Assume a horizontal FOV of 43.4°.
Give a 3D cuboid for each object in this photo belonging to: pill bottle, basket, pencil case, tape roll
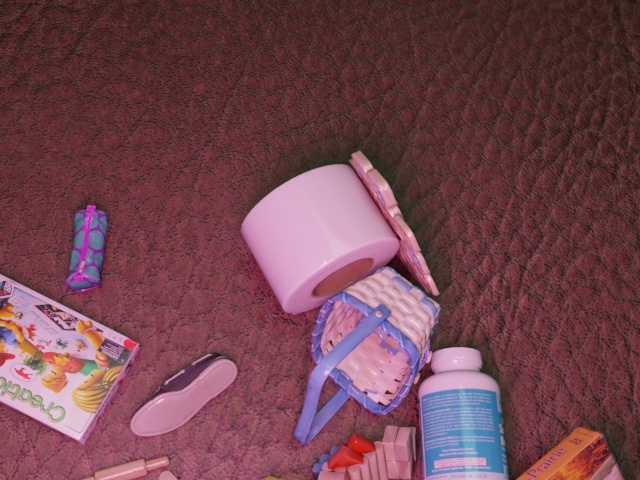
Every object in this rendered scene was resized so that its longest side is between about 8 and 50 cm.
[{"bbox_3d":[0.246,0.325,1.399,0.146,0.146,0.264,3,65,-7],"label":"pill bottle"},{"bbox_3d":[0.067,0.199,1.375,0.201,0.254,0.289,41,56,19],"label":"basket"},{"bbox_3d":[-0.431,0.016,1.491,0.065,0.070,0.151,2,64,-7],"label":"pencil case"},{"bbox_3d":[0.000,0.000,1.465,0.246,0.246,0.169,-25,70,-19],"label":"tape roll"}]

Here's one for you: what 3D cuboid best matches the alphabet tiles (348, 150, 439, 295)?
[{"bbox_3d":[0.134,-0.030,1.472,0.021,0.284,0.278,-30,38,-2],"label":"alphabet tiles"}]

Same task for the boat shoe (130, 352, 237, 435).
[{"bbox_3d":[-0.245,0.268,1.416,0.206,0.075,0.065,-33,30,-15],"label":"boat shoe"}]

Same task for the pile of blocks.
[{"bbox_3d":[0.011,0.383,1.325,0.362,0.112,0.149,-28,35,-29],"label":"pile of blocks"}]

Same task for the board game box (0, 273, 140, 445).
[{"bbox_3d":[-0.497,0.200,1.402,0.305,0.053,0.193,25,64,4],"label":"board game box"}]

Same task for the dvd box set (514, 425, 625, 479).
[{"bbox_3d":[0.350,0.544,1.286,0.420,0.062,0.307,-31,100,-21],"label":"dvd box set"}]

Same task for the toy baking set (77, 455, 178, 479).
[{"bbox_3d":[-0.293,0.458,1.326,0.256,0.030,0.196,-17,71,-15],"label":"toy baking set"}]
